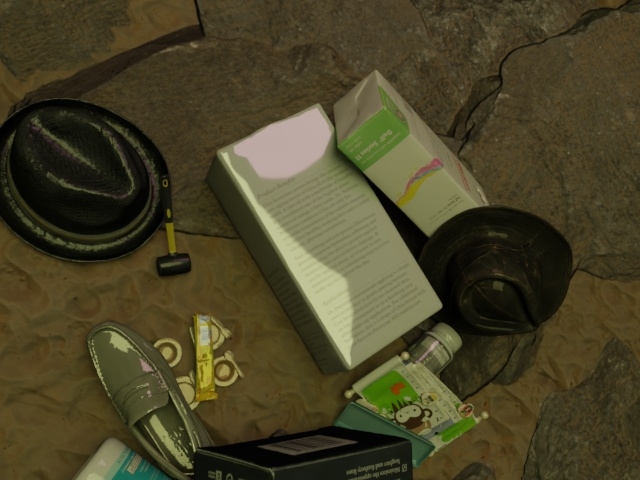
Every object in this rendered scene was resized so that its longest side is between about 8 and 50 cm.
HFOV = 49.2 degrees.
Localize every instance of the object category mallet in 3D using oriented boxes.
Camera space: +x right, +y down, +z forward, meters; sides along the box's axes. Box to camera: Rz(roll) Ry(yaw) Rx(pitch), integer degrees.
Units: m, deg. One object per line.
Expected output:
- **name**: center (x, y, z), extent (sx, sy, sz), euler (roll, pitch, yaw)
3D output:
- **mallet**: center (-0.284, -0.024, 1.272), extent (0.062, 0.039, 0.189), euler (-17, 109, -19)

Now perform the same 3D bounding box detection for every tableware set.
- **tableware set**: center (-0.227, 0.224, 1.276), extent (0.169, 0.020, 0.141), euler (-28, 86, -21)

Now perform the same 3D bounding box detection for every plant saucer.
- **plant saucer**: center (0.123, 0.368, 1.333), extent (0.192, 0.067, 0.018), euler (30, 25, -8)

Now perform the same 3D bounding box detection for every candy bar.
- **candy bar**: center (-0.210, 0.208, 1.264), extent (0.040, 0.018, 0.161), euler (0, 75, -22)

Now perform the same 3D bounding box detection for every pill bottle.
- **pill bottle**: center (0.211, 0.230, 1.380), extent (0.137, 0.078, 0.078), euler (-40, 91, -22)
- **pill bottle**: center (-0.284, 0.452, 1.134), extent (0.264, 0.146, 0.146), euler (38, 69, -5)

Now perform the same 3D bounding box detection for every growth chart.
- **growth chart**: center (0.177, 0.316, 1.330), extent (0.237, 0.021, 0.172), euler (40, 108, -13)

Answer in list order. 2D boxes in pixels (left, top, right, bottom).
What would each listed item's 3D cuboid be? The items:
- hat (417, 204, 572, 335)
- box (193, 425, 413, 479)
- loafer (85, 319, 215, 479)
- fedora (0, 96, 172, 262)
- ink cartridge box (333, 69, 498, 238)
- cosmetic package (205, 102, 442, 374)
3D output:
- **hat**: center (0.345, 0.097, 1.327), extent (0.332, 0.331, 0.134), euler (14, 30, -14)
- **box**: center (-0.020, 0.516, 1.094), extent (0.294, 0.212, 0.395), euler (4, 82, -41)
- **loafer**: center (-0.289, 0.272, 1.187), extent (0.112, 0.111, 0.319), euler (-39, 89, -3)
- **fedora**: center (-0.423, -0.125, 1.229), extent (0.334, 0.152, 0.333), euler (4, 76, -16)
- **ink cartridge box**: center (0.186, -0.141, 1.359), extent (0.353, 0.119, 0.207), euler (42, 23, -24)
- **cosmetic package**: center (0.000, 0.000, 1.325), extent (0.230, 0.161, 0.453), euler (-29, 87, -22)
